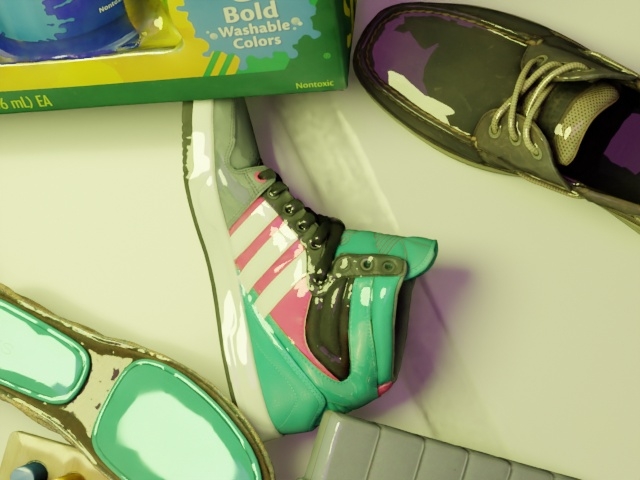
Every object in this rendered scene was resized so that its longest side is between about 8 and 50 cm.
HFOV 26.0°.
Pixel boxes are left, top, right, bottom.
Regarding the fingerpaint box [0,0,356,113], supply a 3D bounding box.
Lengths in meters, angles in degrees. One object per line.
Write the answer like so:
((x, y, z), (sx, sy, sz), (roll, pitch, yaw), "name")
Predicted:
((-0.215, -0.276, 0.978), (0.444, 0.371, 0.163), (-3, 45, 8), "fingerpaint box")

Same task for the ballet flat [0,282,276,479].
((-0.163, 0.124, 1.093), (0.316, 0.106, 0.108), (33, 84, 13), "ballet flat")

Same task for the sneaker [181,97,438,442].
((0.000, 0.000, 1.080), (0.178, 0.124, 0.296), (-12, 93, 9), "sneaker")

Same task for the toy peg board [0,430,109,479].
((-0.202, 0.252, 1.104), (0.160, 0.079, 0.161), (15, 87, 6), "toy peg board")

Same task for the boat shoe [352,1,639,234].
((0.193, -0.100, 1.069), (0.355, 0.130, 0.132), (23, 88, 6), "boat shoe")

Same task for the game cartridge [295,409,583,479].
((0.054, 0.326, 1.052), (0.230, 0.068, 0.355), (17, 88, -19), "game cartridge")
